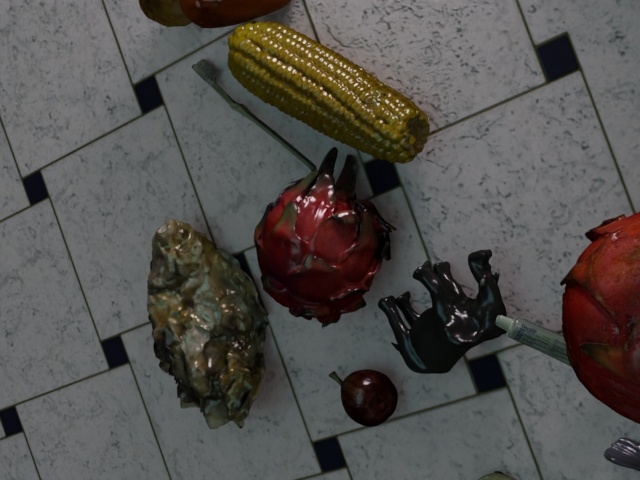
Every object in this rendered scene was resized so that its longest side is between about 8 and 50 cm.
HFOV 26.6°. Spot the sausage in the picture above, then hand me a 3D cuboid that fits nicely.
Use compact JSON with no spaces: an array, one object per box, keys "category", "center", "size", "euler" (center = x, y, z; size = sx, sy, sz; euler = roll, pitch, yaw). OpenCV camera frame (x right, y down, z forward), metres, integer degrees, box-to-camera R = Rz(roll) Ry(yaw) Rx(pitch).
[{"category":"sausage","center":[-0.127,-0.371,2.050],"size":[0.179,0.089,0.089],"euler":[-13,92,10]}]

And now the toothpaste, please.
[{"category":"toothpaste","center":[0.331,0.148,1.858],"size":[0.197,0.029,0.048],"euler":[24,115,1]}]

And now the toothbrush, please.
[{"category":"toothbrush","center":[-0.106,-0.194,2.122],"size":[0.294,0.026,0.028],"euler":[45,109,25]}]

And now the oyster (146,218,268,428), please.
[{"category":"oyster","center":[-0.200,0.136,2.211],"size":[0.237,0.114,0.351],"euler":[-11,93,36]}]

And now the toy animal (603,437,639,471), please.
[{"category":"toy animal","center":[0.548,0.351,1.746],"size":[0.367,0.081,0.206],"euler":[47,133,18]}]

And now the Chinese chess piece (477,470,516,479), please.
[{"category":"Chinese chess piece","center":[0.260,0.383,1.990],"size":[0.084,0.034,0.084],"euler":[10,107,33]}]

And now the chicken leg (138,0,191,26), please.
[{"category":"chicken leg","center":[-0.181,-0.424,2.100],"size":[0.251,0.107,0.087],"euler":[-38,60,26]}]

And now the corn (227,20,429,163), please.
[{"category":"corn","center":[0.003,-0.220,1.995],"size":[0.363,0.120,0.120],"euler":[34,117,27]}]

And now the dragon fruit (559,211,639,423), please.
[{"category":"dragon fruit","center":[0.445,0.091,1.652],"size":[0.301,0.295,0.296],"euler":[4,102,48]}]

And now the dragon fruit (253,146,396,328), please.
[{"category":"dragon fruit","center":[0.000,0.000,2.011],"size":[0.192,0.193,0.274],"euler":[-157,66,-62]}]

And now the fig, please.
[{"category":"fig","center":[0.060,0.233,2.082],"size":[0.125,0.088,0.089],"euler":[22,114,58]}]

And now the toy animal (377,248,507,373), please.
[{"category":"toy animal","center":[0.187,0.102,1.949],"size":[0.146,0.114,0.245],"euler":[61,147,17]}]
